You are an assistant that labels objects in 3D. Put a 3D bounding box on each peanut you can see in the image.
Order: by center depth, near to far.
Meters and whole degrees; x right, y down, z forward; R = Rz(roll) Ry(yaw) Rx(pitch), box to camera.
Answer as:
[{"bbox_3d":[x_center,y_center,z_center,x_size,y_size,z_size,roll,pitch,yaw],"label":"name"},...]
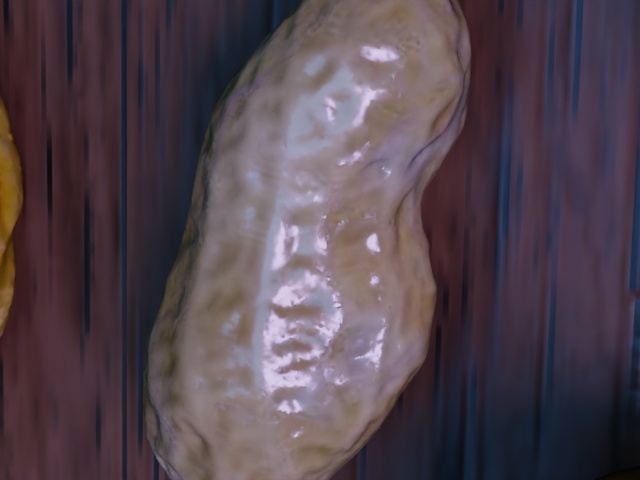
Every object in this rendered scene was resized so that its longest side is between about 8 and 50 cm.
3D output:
[{"bbox_3d":[0.000,0.000,0.558,0.080,0.080,0.174,21,106,18],"label":"peanut"}]

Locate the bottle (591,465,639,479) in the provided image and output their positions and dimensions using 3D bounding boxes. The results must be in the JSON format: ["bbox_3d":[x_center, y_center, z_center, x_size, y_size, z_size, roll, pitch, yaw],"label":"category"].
[{"bbox_3d":[0.080,0.230,0.517,0.172,0.171,0.351,17,107,19],"label":"bottle"}]

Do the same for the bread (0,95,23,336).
[{"bbox_3d":[-0.228,-0.010,0.617,0.270,0.143,0.195,10,104,23],"label":"bread"}]
